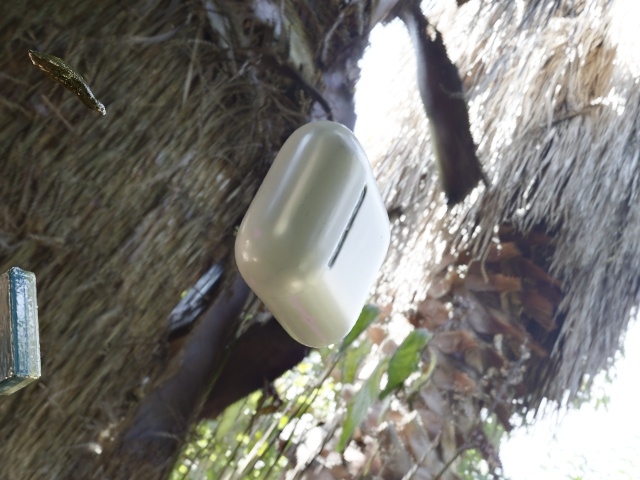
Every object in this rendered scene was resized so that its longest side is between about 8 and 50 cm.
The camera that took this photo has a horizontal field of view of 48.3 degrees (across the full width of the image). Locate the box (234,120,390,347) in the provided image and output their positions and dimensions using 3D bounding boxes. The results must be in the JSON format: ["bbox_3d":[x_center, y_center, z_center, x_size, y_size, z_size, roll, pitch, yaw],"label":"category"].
[{"bbox_3d":[0.001,0.000,1.142,0.141,0.288,0.349,17,-23,25],"label":"box"}]

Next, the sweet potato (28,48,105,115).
[{"bbox_3d":[-0.411,-0.263,1.166,0.153,0.038,0.041,40,-8,-12],"label":"sweet potato"}]

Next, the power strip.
[{"bbox_3d":[-0.314,0.090,0.724,0.056,0.123,0.032,-29,-30,27],"label":"power strip"}]
